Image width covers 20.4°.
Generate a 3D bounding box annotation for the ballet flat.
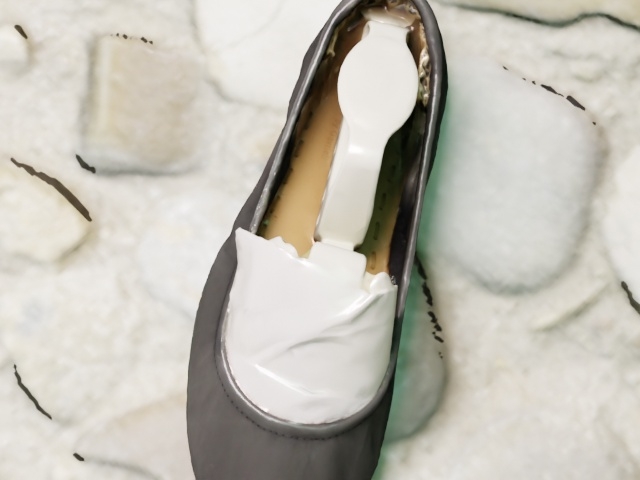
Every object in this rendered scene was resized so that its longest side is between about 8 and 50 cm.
[{"bbox_3d":[0.000,0.000,0.799,0.095,0.096,0.280,12,66,-2],"label":"ballet flat"}]
